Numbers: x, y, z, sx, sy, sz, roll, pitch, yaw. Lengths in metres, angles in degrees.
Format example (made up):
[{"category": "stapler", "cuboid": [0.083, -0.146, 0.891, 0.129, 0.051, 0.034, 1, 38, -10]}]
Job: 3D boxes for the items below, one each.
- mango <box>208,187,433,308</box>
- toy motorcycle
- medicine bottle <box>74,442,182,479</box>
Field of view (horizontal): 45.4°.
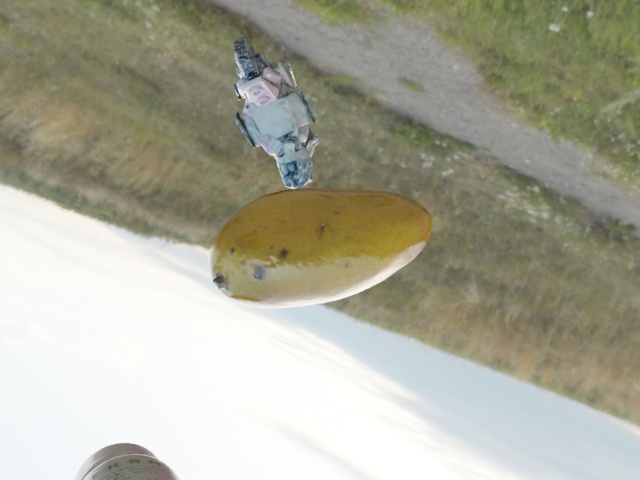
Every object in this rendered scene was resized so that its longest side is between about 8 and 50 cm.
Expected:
[{"category": "mango", "cuboid": [0.000, 0.000, 0.765, 0.227, 0.109, 0.147, -14, -159, -7]}, {"category": "toy motorcycle", "cuboid": [-0.056, -0.172, 1.138, 0.108, 0.204, 0.239, -27, 158, 23]}, {"category": "medicine bottle", "cuboid": [-0.226, 0.344, 0.926, 0.152, 0.152, 0.254, 23, 175, -23]}]
